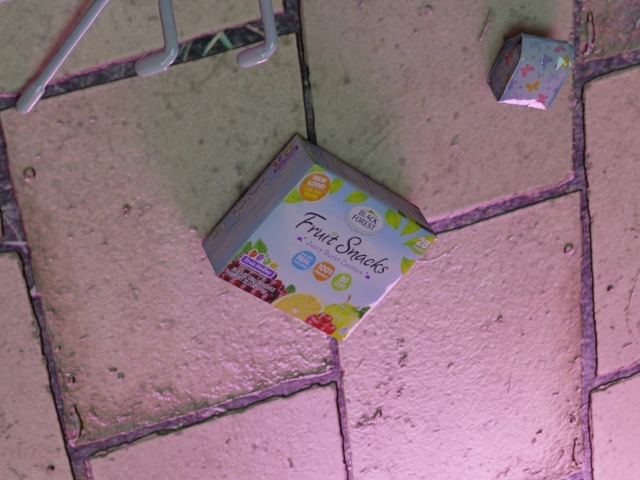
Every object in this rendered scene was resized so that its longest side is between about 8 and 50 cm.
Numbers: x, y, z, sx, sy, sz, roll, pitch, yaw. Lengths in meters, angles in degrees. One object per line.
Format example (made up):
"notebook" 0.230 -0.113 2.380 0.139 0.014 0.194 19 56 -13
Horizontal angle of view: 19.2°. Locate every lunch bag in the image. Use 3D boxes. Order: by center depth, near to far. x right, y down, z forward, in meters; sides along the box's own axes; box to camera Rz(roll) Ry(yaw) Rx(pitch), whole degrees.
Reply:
"lunch bag" 0.236 -0.194 2.116 0.071 0.053 0.083 5 132 -25

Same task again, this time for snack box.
"snack box" 0.000 0.000 2.144 0.207 0.070 0.174 30 109 -39

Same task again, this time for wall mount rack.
"wall mount rack" -0.223 -0.191 1.780 0.304 0.350 0.130 -6 94 25
